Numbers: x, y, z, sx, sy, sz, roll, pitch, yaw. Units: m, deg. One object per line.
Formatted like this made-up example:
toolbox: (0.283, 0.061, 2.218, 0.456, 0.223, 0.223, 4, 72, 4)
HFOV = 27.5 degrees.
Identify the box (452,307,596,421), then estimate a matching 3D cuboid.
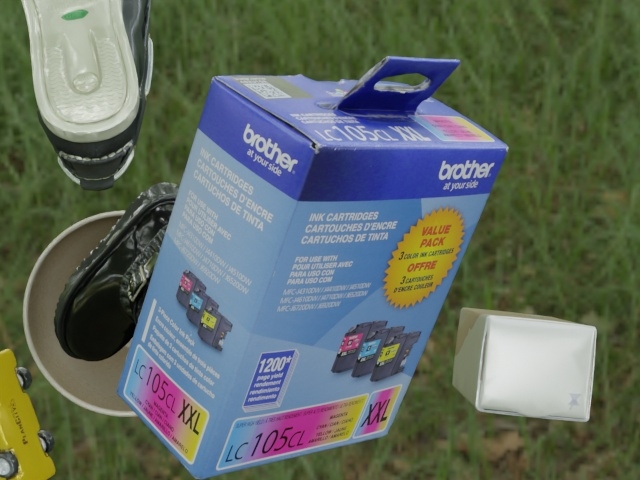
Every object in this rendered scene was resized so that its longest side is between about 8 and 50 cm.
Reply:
box: (0.265, 0.160, 1.743, 0.147, 0.121, 0.311, 6, -1, -1)

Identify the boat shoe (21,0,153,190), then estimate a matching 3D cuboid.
boat shoe: (-0.151, -0.141, 0.857, 0.084, 0.079, 0.233, -6, 58, 0)

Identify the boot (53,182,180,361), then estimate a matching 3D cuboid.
boot: (-0.258, 0.112, 1.906, 0.131, 0.348, 0.260, 13, 34, -38)

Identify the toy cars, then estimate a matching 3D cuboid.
toy cars: (-0.486, 0.189, 1.691, 0.087, 0.394, 0.177, -17, 45, 24)

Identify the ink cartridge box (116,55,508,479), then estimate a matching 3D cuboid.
ink cartridge box: (0.000, 0.000, 1.201, 0.270, 0.396, 0.151, -5, 31, -46)

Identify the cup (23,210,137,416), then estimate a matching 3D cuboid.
cup: (-0.312, 0.113, 2.206, 0.331, 0.331, 0.237, -1, 2, 0)
